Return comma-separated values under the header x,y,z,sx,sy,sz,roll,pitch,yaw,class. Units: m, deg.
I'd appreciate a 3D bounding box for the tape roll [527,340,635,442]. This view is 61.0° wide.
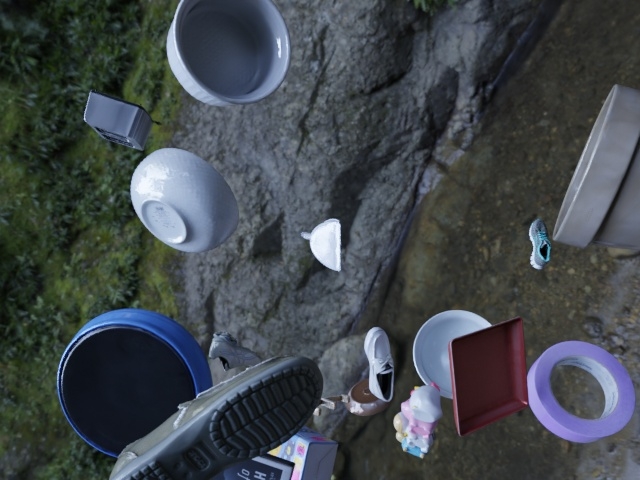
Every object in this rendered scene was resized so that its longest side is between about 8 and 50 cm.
x,y,z,sx,sy,sz,roll,pitch,yaw,class
0.748,0.436,1.574,0.090,0.275,0.274,83,-171,-61,tape roll

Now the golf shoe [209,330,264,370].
x,y,z,sx,sy,sz,roll,pitch,yaw,class
-0.228,0.314,1.447,0.069,0.176,0.086,-9,50,47,golf shoe

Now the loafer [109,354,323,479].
x,y,z,sx,sy,sz,roll,pitch,yaw,class
-0.115,0.194,0.585,0.251,0.094,0.087,-28,26,-13,loafer

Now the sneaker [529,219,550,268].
x,y,z,sx,sy,sz,roll,pitch,yaw,class
0.733,0.008,1.789,0.076,0.065,0.166,93,178,-77,sneaker

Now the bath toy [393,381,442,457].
x,y,z,sx,sy,sz,roll,pitch,yaw,class
0.328,0.585,1.807,0.348,0.152,0.129,92,-155,-47,bath toy

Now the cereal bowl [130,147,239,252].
x,y,z,sx,sy,sz,roll,pitch,yaw,class
-0.418,-0.092,1.587,0.339,0.339,0.141,-40,11,46,cereal bowl

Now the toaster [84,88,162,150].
x,y,z,sx,sy,sz,roll,pitch,yaw,class
-0.600,-0.359,1.643,0.168,0.186,0.110,151,136,-82,toaster

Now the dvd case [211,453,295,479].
x,y,z,sx,sy,sz,roll,pitch,yaw,class
-0.182,0.456,1.003,0.029,0.239,0.179,-22,-53,-79,dvd case

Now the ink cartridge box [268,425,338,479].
x,y,z,sx,sy,sz,roll,pitch,yaw,class
-0.125,0.877,2.163,0.396,0.151,0.269,0,75,57,ink cartridge box

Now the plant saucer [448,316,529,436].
x,y,z,sx,sy,sz,roll,pitch,yaw,class
0.433,0.347,1.425,0.048,0.259,0.258,5,104,60,plant saucer

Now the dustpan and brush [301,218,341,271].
x,y,z,sx,sy,sz,roll,pitch,yaw,class
0.000,0.000,1.600,0.211,0.060,0.147,12,107,43,dustpan and brush

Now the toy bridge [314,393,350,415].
x,y,z,sx,sy,sz,roll,pitch,yaw,class
0.029,0.578,1.930,0.063,0.188,0.026,7,96,39,toy bridge

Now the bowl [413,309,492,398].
x,y,z,sx,sy,sz,roll,pitch,yaw,class
0.469,0.398,1.848,0.298,0.134,0.297,-6,65,12,bowl

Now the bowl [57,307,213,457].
x,y,z,sx,sy,sz,roll,pitch,yaw,class
-0.469,0.367,1.361,0.077,0.391,0.390,-57,-8,-78,bowl

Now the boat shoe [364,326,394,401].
x,y,z,sx,sy,sz,roll,pitch,yaw,class
0.216,0.440,1.916,0.088,0.096,0.267,-157,64,-62,boat shoe

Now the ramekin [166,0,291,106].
x,y,z,sx,sy,sz,roll,pitch,yaw,class
-0.218,-0.444,1.260,0.135,0.277,0.277,5,78,60,ramekin

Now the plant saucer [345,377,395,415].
x,y,z,sx,sy,sz,roll,pitch,yaw,class
0.188,0.588,2.085,0.198,0.199,0.036,36,146,63,plant saucer

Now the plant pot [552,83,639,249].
x,y,z,sx,sy,sz,roll,pitch,yaw,class
0.639,-0.104,1.032,0.281,0.323,0.323,21,93,20,plant pot
